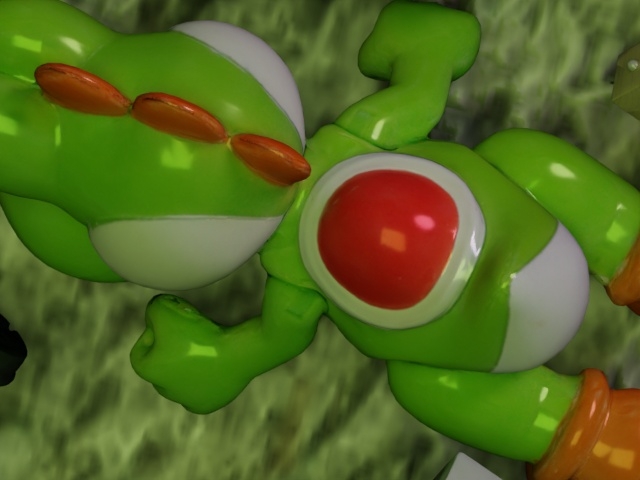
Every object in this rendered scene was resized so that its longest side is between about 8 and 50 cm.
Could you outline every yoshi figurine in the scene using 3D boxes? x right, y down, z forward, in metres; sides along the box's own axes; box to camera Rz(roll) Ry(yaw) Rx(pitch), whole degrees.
[{"bbox_3d":[-0.002,-0.009,0.892,0.362,0.203,0.203,23,132,-11],"label":"yoshi figurine"}]

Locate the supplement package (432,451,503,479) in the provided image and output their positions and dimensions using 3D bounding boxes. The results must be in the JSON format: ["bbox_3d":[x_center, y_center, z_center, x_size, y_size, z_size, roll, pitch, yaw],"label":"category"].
[{"bbox_3d":[0.047,0.201,0.876,0.105,0.105,0.179,33,133,0],"label":"supplement package"}]

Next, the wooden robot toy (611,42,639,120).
[{"bbox_3d":[0.215,-0.062,0.909,0.173,0.076,0.079,19,58,-12],"label":"wooden robot toy"}]

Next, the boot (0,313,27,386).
[{"bbox_3d":[-0.287,0.075,0.928,0.246,0.094,0.207,29,93,7],"label":"boot"}]
